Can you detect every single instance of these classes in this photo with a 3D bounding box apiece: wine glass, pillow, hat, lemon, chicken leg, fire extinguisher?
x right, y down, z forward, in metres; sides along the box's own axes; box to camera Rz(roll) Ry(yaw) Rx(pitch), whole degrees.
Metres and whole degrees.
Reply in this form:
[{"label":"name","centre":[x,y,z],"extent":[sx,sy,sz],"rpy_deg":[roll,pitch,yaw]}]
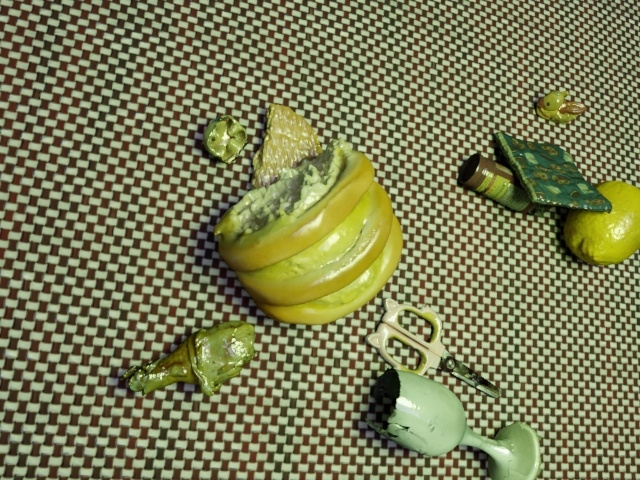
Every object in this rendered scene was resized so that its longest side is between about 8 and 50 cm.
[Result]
[{"label":"wine glass","centre":[0.243,0.346,0.923],"extent":[0.321,0.143,0.143],"rpy_deg":[29,73,-10]},{"label":"pillow","centre":[0.495,-0.148,1.079],"extent":[0.188,0.034,0.256],"rpy_deg":[8,40,-14]},{"label":"hat","centre":[-0.181,-0.189,0.926],"extent":[0.077,0.059,0.076],"rpy_deg":[-55,133,-9]},{"label":"lemon","centre":[0.630,-0.037,1.102],"extent":[0.170,0.170,0.207],"rpy_deg":[41,77,-7]},{"label":"chicken leg","centre":[-0.209,0.207,0.831],"extent":[0.227,0.088,0.103],"rpy_deg":[-23,101,-23]},{"label":"fire extinguisher","centre":[0.435,-0.122,1.099],"extent":[0.252,0.075,0.106],"rpy_deg":[23,84,-12]}]

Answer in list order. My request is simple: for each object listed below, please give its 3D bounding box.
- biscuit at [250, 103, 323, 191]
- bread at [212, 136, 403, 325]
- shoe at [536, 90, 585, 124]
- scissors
[{"label":"biscuit","centre":[-0.059,-0.144,0.968],"extent":[0.144,0.033,0.225],"rpy_deg":[8,82,-19]},{"label":"bread","centre":[0.000,0.000,0.858],"extent":[0.315,0.211,0.270],"rpy_deg":[-35,107,-16]},{"label":"shoe","centre":[0.569,-0.319,1.185],"extent":[0.109,0.069,0.072],"rpy_deg":[33,66,-15]},{"label":"scissors","centre":[0.240,0.234,1.002],"extent":[0.317,0.024,0.160],"rpy_deg":[32,72,-10]}]
